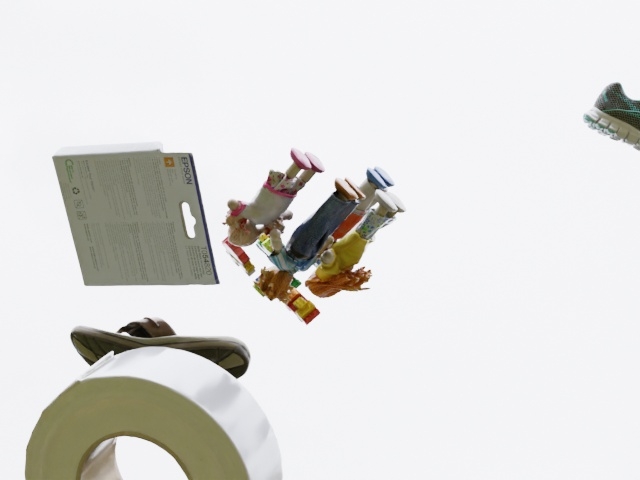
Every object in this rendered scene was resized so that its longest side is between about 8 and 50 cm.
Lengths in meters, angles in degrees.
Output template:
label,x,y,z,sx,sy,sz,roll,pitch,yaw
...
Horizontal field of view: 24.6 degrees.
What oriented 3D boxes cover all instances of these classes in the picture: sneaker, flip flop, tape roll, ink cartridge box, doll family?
label,x,y,z,sx,sy,sz,roll,pitch,yaw
sneaker,0.431,-0.153,1.918,0.166,0.076,0.065,26,-1,-5
flip flop,-0.238,0.156,2.201,0.277,0.080,0.112,0,-41,11
tape roll,-0.191,0.268,1.670,0.286,0.100,0.286,6,-72,18
ink cartridge box,-0.263,-0.037,2.151,0.224,0.045,0.223,0,-62,17
doll family,0.000,0.000,1.703,0.163,0.118,0.263,-49,-28,19

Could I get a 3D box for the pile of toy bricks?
label,x,y,z,sx,sy,sz,roll,pitch,yaw
pile of toy bricks,-0.067,0.033,2.410,0.118,0.212,0.105,-42,-34,-11
